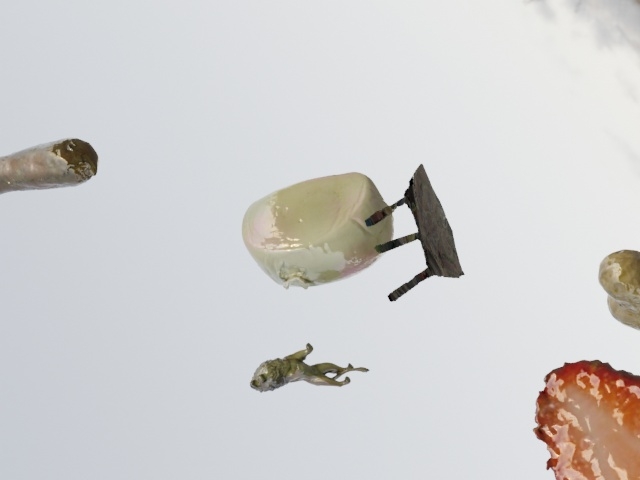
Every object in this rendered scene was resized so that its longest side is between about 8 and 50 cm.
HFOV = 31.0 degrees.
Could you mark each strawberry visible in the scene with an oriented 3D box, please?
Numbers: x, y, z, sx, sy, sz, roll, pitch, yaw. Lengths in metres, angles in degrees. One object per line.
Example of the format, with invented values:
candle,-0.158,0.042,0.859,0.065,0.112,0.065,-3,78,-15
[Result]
strawberry,0.264,0.199,0.850,0.107,0.175,0.235,46,-147,-48

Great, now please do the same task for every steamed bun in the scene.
steamed bun,0.000,0.000,1.888,0.170,0.239,0.152,57,-155,-47

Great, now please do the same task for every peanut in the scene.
peanut,0.498,0.082,1.811,0.226,0.108,0.095,41,-152,-51

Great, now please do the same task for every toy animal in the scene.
toy animal,-0.017,0.223,2.010,0.220,0.086,0.069,2,-132,-15

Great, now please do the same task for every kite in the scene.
kite,0.114,-0.004,1.344,0.152,0.015,0.285,68,-156,-3

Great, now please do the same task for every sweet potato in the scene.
sweet potato,-0.434,-0.100,1.686,0.075,0.273,0.075,31,-126,-56
